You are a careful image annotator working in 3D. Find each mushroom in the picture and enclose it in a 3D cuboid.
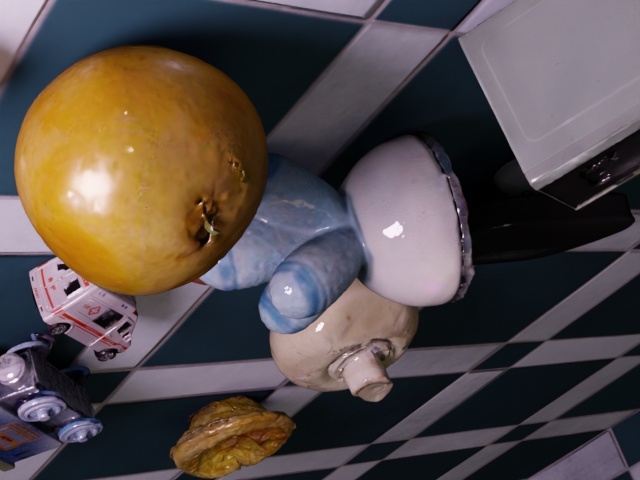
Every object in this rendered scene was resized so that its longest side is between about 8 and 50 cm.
[{"bbox_3d":[0.046,0.156,1.988,0.246,0.202,0.246,-22,149,-14],"label":"mushroom"}]

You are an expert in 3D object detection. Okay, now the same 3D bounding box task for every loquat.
[{"bbox_3d":[-0.183,-0.077,1.293,0.263,0.263,0.263,-17,155,-8],"label":"loquat"}]

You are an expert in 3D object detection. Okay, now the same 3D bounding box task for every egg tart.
[{"bbox_3d":[-0.168,0.358,2.349,0.241,0.106,0.241,-17,152,-9],"label":"egg tart"}]

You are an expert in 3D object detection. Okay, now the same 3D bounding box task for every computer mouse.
[{"bbox_3d":[0.347,-0.102,1.860,0.182,0.056,0.089,-20,160,-3],"label":"computer mouse"}]

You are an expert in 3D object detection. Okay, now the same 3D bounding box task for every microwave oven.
[{"bbox_3d":[0.351,-0.204,1.428,0.295,0.237,0.181,-33,154,24],"label":"microwave oven"}]

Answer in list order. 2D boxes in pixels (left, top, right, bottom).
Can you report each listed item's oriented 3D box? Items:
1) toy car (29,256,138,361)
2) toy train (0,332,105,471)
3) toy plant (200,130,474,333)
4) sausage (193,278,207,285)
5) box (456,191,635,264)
[{"bbox_3d":[-0.300,0.086,1.703,0.108,0.089,0.209,-30,151,7],"label":"toy car"},{"bbox_3d":[-0.450,0.245,1.862,0.202,0.131,0.299,-20,155,3],"label":"toy train"},{"bbox_3d":[0.000,0.000,1.606,0.332,0.247,0.247,-12,154,-13],"label":"toy plant"},{"bbox_3d":[-0.215,-0.010,1.580,0.087,0.079,0.326,-8,161,22],"label":"sausage"},{"bbox_3d":[0.278,-0.014,1.891,0.289,0.073,0.290,-3,169,-32],"label":"box"}]
